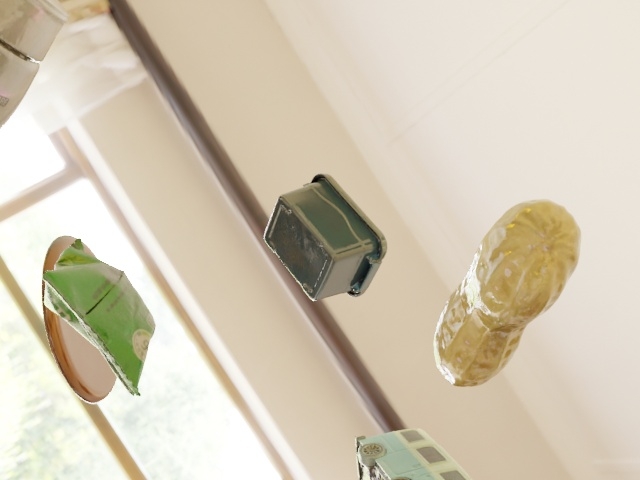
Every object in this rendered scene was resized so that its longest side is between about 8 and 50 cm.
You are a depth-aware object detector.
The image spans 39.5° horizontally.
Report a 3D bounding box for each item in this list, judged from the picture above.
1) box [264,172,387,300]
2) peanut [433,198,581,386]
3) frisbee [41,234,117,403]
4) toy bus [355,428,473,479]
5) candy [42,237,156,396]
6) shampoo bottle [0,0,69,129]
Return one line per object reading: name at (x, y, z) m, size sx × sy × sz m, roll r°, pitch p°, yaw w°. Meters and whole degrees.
box at (0.000, 0.000, 0.742) m, size 0.099 × 0.054 × 0.074 m, roll 50°, pitch -45°, yaw 27°
peanut at (0.218, 0.074, 1.067) m, size 0.111 × 0.125 × 0.274 m, roll 21°, pitch -56°, yaw -3°
frisbee at (-0.343, 0.113, 1.299) m, size 0.251 × 0.021 × 0.250 m, roll -11°, pitch 90°, yaw -84°
toy bus at (0.177, 0.443, 1.567) m, size 0.271 × 0.165 × 0.133 m, roll -142°, pitch -136°, yaw -65°
candy at (-0.222, 0.068, 0.905) m, size 0.141 × 0.078 × 0.203 m, roll 43°, pitch 0°, yaw -15°
shampoo bottle at (-0.400, -0.202, 0.826) m, size 0.273 × 0.266 × 0.273 m, roll 45°, pitch 5°, yaw -4°
